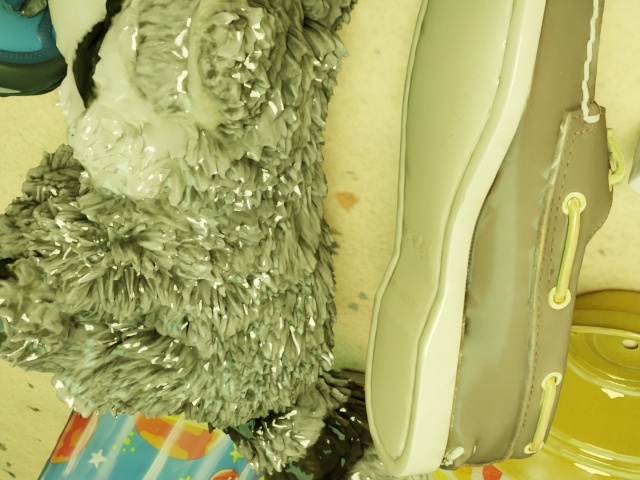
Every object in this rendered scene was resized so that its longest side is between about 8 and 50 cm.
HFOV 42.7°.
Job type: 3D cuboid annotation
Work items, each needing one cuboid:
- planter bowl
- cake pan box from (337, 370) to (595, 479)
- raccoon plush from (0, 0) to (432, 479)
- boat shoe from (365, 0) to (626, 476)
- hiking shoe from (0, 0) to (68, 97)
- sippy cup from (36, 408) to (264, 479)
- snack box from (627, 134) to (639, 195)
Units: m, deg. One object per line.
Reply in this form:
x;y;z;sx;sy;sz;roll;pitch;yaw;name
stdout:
0.206;0.100;0.559;0.217;0.090;0.217;16;139;15;planter bowl
0.145;0.242;0.772;0.246;0.070;0.267;7;136;28;cake pan box
0.000;0.000;0.536;0.446;0.216;0.299;32;134;-28;raccoon plush
0.098;-0.023;0.429;0.097;0.116;0.324;3;108;-15;boat shoe
-0.244;-0.214;0.475;0.132;0.113;0.304;-15;126;38;hiking shoe
-0.139;0.192;0.764;0.240;0.224;0.305;-4;131;35;sippy cup
0.214;-0.086;0.372;0.022;0.064;0.178;36;141;-5;snack box
